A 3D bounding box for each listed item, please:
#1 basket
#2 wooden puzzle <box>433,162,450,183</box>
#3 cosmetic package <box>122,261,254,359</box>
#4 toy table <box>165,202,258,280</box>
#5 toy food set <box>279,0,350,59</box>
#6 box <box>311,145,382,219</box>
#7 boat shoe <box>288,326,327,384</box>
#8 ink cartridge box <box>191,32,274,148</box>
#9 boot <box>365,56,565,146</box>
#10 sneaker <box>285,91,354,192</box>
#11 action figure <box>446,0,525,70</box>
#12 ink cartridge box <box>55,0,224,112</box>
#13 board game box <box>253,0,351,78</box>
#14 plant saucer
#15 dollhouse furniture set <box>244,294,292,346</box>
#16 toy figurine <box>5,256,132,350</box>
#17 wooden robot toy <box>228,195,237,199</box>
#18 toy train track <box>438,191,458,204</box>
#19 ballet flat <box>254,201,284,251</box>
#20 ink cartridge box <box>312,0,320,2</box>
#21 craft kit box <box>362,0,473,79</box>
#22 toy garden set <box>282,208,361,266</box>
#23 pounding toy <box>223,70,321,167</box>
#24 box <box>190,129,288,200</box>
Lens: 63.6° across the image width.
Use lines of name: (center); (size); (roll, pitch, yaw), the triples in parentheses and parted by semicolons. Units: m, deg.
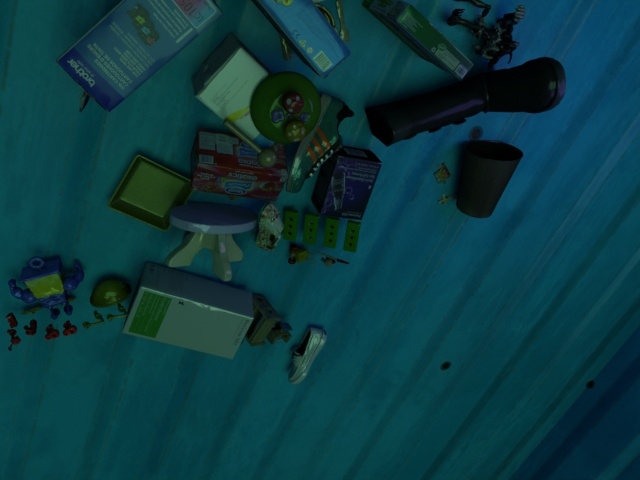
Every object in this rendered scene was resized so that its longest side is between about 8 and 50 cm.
basket: (0.552, -0.203, 1.742); (0.204, 0.154, 0.227); (-6, 128, -19)
wooden puzzle: (0.416, -0.225, 1.764); (0.049, 0.006, 0.083); (-35, 126, 5)
cosmetic package: (-0.420, 0.229, 1.672); (0.365, 0.155, 0.197); (19, 114, -20)
toy table: (-0.322, -0.006, 1.527); (0.274, 0.252, 0.161); (2, 114, -33)
toy food set: (-0.015, -0.559, 1.377); (0.192, 0.038, 0.132); (-20, 126, -6)
box: (0.078, -0.181, 1.616); (0.153, 0.108, 0.207); (4, 120, -22)
boat shoe: (-0.072, 0.440, 1.997); (0.084, 0.095, 0.258); (23, 102, -25)
ink cartridge box: (-0.193, -0.384, 1.351); (0.168, 0.171, 0.232); (-44, 125, 12)
boot: (0.383, -0.381, 1.444); (0.444, 0.367, 0.146); (-15, 102, -9)
sneaker: (-0.001, -0.264, 1.479); (0.121, 0.108, 0.302); (24, 93, -7)
action figure: (0.489, -0.592, 1.466); (0.275, 0.141, 0.164); (23, 101, -28)
ink cartridge box: (-0.421, -0.456, 1.165); (0.395, 0.270, 0.151); (-36, 121, 7)
board game box: (-0.086, -0.536, 1.180); (0.086, 0.302, 0.308); (-41, 117, 10)
plant saucer: (-0.485, -0.140, 1.492); (0.188, 0.045, 0.188); (27, 110, -31)
dollhouse furniture set: (-0.184, 0.281, 1.844); (0.183, 0.129, 0.129); (8, 122, -51)
toy figurine: (-0.764, 0.141, 1.504); (0.362, 0.191, 0.217); (-15, 121, -10)
wooden robot toy: (-0.264, -0.150, 1.549); (0.173, 0.076, 0.079); (11, 129, -24)
toy train track: (0.456, -0.149, 1.824); (0.083, 0.014, 0.048); (-24, 127, -3)
ballet flat: (-0.151, -0.038, 1.597); (0.091, 0.077, 0.241); (-54, 174, -26)
ink cartridge box: (-0.024, -0.680, 1.281); (0.104, 0.062, 0.181); (-18, 127, -6)
craft kit box: (0.250, -0.540, 1.353); (0.249, 0.247, 0.061); (28, 107, -32)
toy garden set: (0.000, 0.000, 1.699); (0.244, 0.049, 0.204); (11, 123, 6)
pounding toy: (-0.093, -0.293, 1.270); (0.237, 0.110, 0.183); (-41, 125, 7)
box: (-0.231, -0.209, 1.461); (0.256, 0.128, 0.123); (5, 146, -22)
